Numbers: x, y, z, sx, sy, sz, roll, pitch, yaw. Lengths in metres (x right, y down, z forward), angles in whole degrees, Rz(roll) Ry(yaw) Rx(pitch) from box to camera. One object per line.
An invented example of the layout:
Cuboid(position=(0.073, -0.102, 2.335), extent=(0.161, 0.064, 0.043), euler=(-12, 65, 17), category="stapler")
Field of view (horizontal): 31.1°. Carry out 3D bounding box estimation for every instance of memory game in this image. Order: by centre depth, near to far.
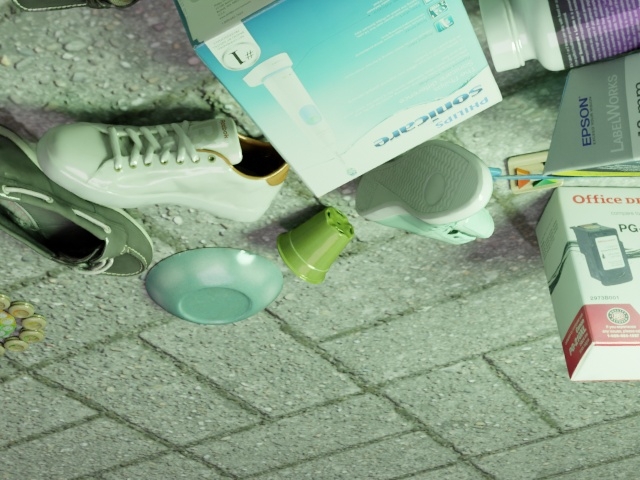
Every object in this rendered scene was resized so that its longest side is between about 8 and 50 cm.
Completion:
Cuboid(position=(-0.488, 0.123, 1.658), extent=(0.186, 0.012, 0.186), euler=(-3, 147, -2), category="memory game")

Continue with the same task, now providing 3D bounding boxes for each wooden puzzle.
Cuboid(position=(0.269, -0.084, 1.429), extent=(0.116, 0.014, 0.078), euler=(-14, 146, 14), category="wooden puzzle")

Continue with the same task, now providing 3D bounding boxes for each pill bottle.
Cuboid(position=(0.257, -0.227, 1.117), extent=(0.193, 0.108, 0.108), euler=(-14, 146, 14), category="pill bottle")

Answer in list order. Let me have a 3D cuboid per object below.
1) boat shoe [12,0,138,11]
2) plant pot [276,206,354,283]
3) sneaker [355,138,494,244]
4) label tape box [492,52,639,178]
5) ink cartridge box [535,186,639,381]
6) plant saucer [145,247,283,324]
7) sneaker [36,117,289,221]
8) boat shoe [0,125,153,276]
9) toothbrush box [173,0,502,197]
Cuboid(position=(-0.190, -0.250, 1.056), extent=(0.223, 0.073, 0.080), euler=(-13, 144, 11), category="boat shoe")
Cuboid(position=(0.000, 0.000, 1.476), extent=(0.083, 0.083, 0.079), euler=(24, 126, -37), category="plant pot")
Cuboid(position=(0.162, -0.050, 1.337), extent=(0.151, 0.094, 0.256), euler=(15, 173, -24), category="sneaker")
Cuboid(position=(0.383, -0.132, 1.187), extent=(0.249, 0.115, 0.347), euler=(-3, 179, -40), category="label tape box")
Cuboid(position=(0.384, 0.051, 1.449), extent=(0.171, 0.237, 0.100), euler=(0, 144, -8), category="ink cartridge box")
Cuboid(position=(-0.147, 0.076, 1.605), extent=(0.194, 0.037, 0.195), euler=(-3, 147, -2), category="plant saucer")
Cuboid(position=(-0.164, -0.103, 1.278), extent=(0.290, 0.106, 0.123), euler=(6, 140, -33), category="sneaker")
Cuboid(position=(-0.322, -0.015, 1.386), extent=(0.112, 0.096, 0.335), euler=(-20, 144, 22), category="boat shoe")
Cuboid(position=(0.020, -0.192, 1.057), extent=(0.216, 0.126, 0.295), euler=(-28, 149, 9), category="toothbrush box")
